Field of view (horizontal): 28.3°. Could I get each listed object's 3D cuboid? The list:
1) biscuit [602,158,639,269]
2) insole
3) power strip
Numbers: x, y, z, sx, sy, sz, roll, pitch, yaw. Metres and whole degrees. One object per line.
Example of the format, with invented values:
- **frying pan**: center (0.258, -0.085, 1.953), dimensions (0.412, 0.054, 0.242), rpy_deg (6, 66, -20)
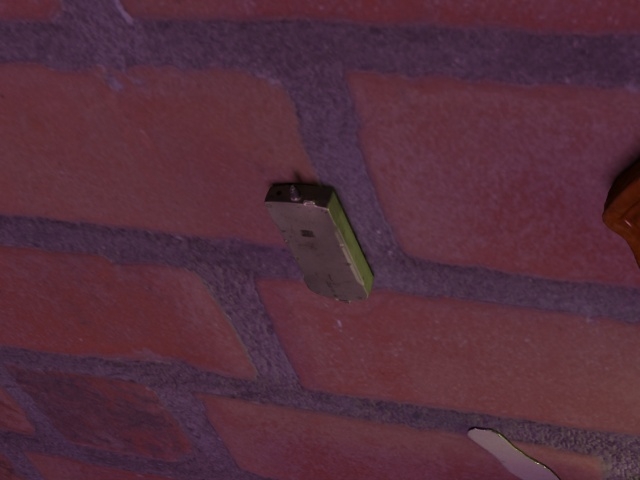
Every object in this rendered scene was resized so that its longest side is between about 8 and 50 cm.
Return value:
- **biscuit**: center (0.489, 0.009, 1.161), dimensions (0.456, 0.078, 0.349), rpy_deg (13, 145, 9)
- **insole**: center (0.279, 0.314, 1.812), dimensions (0.065, 0.004, 0.197), rpy_deg (-17, 135, 44)
- **power strip**: center (0.000, 0.000, 1.430), dimensions (0.080, 0.029, 0.227), rpy_deg (6, 148, 23)
